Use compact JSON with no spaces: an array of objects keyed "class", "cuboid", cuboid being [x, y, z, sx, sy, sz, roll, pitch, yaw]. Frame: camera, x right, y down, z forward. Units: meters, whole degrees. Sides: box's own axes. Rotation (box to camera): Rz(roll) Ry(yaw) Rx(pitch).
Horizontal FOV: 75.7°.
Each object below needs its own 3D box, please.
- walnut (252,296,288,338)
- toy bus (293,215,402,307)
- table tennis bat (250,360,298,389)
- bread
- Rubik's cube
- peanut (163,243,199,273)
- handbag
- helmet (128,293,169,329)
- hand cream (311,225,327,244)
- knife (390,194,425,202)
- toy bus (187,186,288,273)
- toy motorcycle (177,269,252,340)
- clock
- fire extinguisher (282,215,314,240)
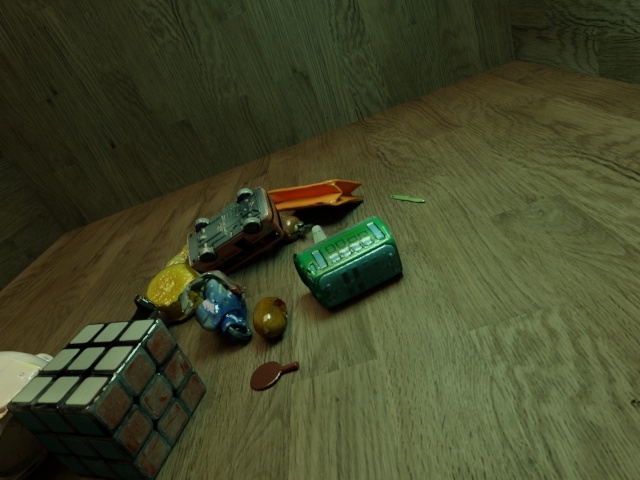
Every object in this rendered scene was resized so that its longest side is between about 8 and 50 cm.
[{"class":"walnut","cuboid":[-0.165,0.249,1.372,0.115,0.116,0.207,-21,20,3]},{"class":"toy bus","cuboid":[0.100,0.080,1.383,0.343,0.184,0.199,-27,33,-5]},{"class":"table tennis bat","cuboid":[-0.136,0.383,1.197,0.154,0.019,0.098,-21,27,10]},{"class":"bread","cuboid":[-0.585,0.214,1.685,0.268,0.146,0.269,-13,44,13]},{"class":"Rubik's cube","cuboid":[-0.556,0.427,1.127,0.300,0.305,0.304,-9,28,23]},{"class":"peanut","cuboid":[-0.603,0.099,1.919,0.146,0.147,0.306,0,41,37]},{"class":"handbag","cuboid":[-0.035,-0.202,1.960,0.409,0.116,0.303,-4,3,32]},{"class":"helmet","cuboid":[-0.664,0.321,1.519,0.215,0.193,0.189,-7,37,45]},{"class":"hand cream","cuboid":[0.000,0.000,1.758,0.076,0.047,0.174,-22,36,0]},{"class":"knife","cuboid":[0.383,-0.186,1.820,0.030,0.014,0.207,-38,30,-23]},{"class":"toy bus","cuboid":[-0.357,-0.025,1.773,0.426,0.233,0.203,-31,52,15]},{"class":"toy motorcycle","cuboid":[-0.374,0.242,1.447,0.240,0.182,0.319,-2,21,-19]},{"class":"clock","cuboid":[-0.899,0.509,1.160,0.250,0.377,0.368,16,36,5]},{"class":"fire extinguisher","cuboid":[-0.183,-0.078,1.937,0.375,0.113,0.200,6,38,35]}]
